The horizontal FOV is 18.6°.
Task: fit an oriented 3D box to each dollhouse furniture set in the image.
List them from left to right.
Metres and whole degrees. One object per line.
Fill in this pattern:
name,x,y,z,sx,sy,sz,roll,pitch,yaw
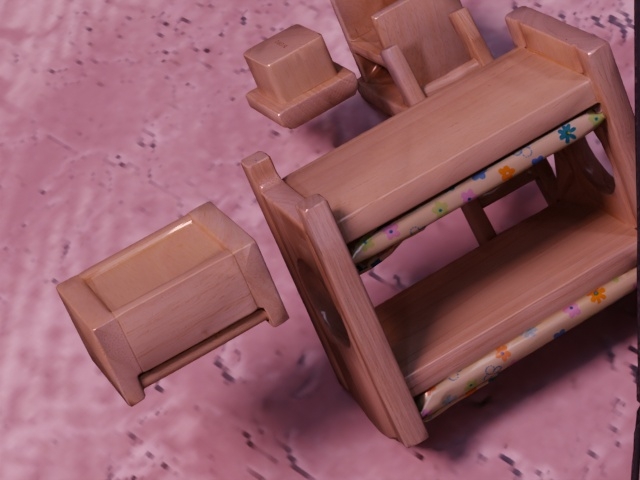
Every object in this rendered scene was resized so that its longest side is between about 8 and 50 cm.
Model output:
dollhouse furniture set,0.000,0.000,0.669,0.182,0.101,0.161,-29,26,-11

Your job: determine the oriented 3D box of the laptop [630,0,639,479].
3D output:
laptop,0.259,0.033,0.466,0.382,0.236,0.408,1,51,14
